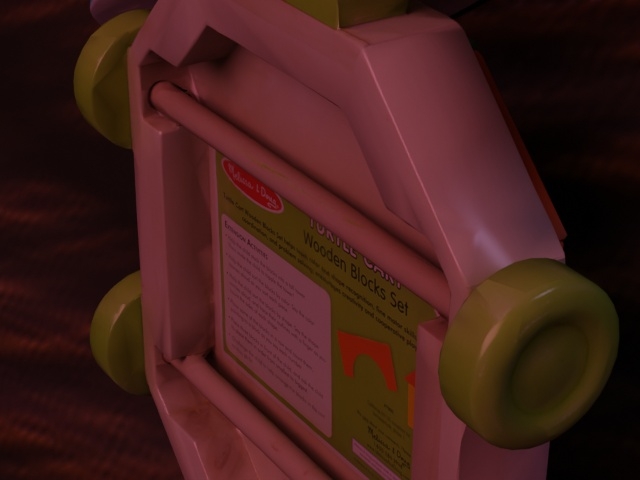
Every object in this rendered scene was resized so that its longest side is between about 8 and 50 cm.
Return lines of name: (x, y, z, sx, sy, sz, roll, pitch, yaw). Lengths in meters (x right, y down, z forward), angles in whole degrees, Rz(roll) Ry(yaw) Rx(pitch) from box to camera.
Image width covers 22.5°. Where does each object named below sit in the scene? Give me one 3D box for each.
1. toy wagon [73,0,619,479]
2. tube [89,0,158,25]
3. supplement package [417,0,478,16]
toy wagon: (0.000, 0.000, 0.565, 0.267, 0.068, 0.344, 36, 134, 48)
tube: (-0.086, -0.206, 0.818, 0.080, 0.052, 0.207, -10, 67, 23)
supplement package: (0.037, -0.271, 0.640, 0.177, 0.175, 0.293, -25, 64, 36)
